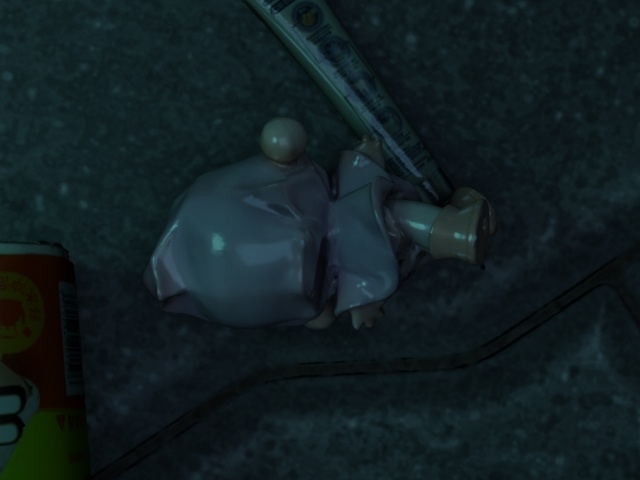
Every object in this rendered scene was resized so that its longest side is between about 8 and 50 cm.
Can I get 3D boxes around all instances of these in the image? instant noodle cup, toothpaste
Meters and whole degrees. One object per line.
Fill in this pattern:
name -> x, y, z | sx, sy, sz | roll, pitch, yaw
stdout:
instant noodle cup -> -0.289, 0.158, 1.427 | 0.293, 0.294, 0.308 | 1, 85, -4
toothpaste -> 0.027, -0.123, 1.535 | 0.062, 0.039, 0.239 | -38, 94, -14

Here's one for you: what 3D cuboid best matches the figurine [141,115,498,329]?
figurine -> -0.001, 0.000, 1.475 | 0.276, 0.133, 0.200 | -5, 125, 10
